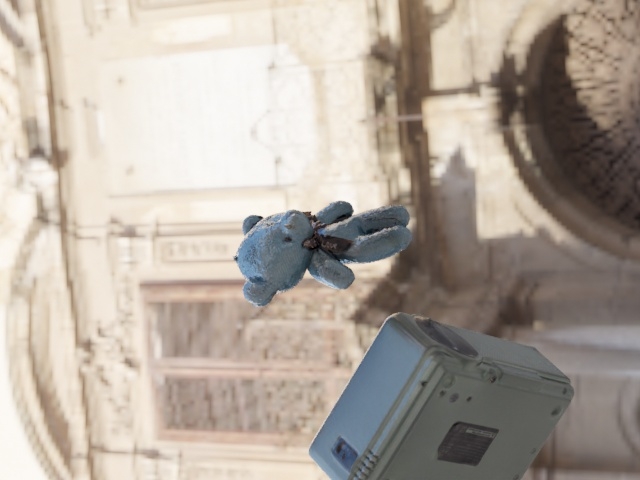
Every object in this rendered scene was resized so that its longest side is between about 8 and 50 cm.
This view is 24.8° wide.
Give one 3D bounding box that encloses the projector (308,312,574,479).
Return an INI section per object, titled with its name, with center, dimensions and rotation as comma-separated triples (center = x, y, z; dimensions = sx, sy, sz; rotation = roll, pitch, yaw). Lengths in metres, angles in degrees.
[projector]
center = 0.137, 0.191, 1.545
dimensions = 0.256, 0.099, 0.192
rotation = 17, -73, -44

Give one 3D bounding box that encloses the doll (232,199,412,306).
[doll]
center = -0.002, -0.003, 1.454
dimensions = 0.120, 0.179, 0.075
rotation = -95, -18, -47
